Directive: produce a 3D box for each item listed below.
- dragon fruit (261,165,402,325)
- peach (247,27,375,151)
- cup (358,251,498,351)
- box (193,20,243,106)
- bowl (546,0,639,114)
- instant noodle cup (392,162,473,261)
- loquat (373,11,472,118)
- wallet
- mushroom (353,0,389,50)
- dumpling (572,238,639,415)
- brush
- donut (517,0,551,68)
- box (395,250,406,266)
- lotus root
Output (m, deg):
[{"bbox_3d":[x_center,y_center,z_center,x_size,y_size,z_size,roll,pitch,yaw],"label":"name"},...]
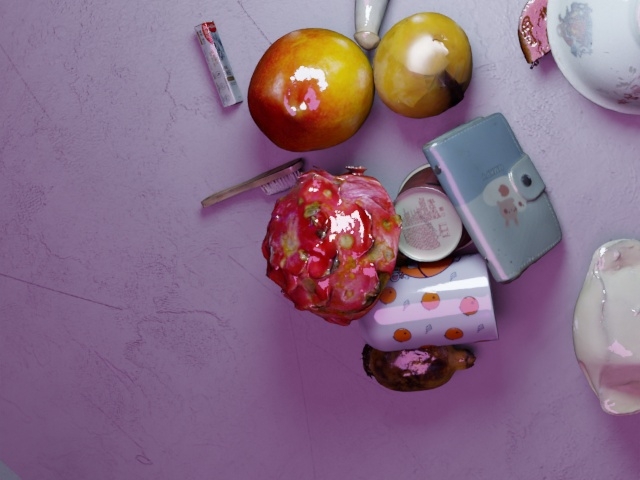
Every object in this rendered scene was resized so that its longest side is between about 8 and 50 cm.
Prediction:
[{"bbox_3d":[0.000,0.000,1.859,0.371,0.249,0.386,-10,73,55],"label":"dragon fruit"},{"bbox_3d":[-0.023,-0.341,1.830,0.308,0.332,0.307,4,111,10],"label":"peach"},{"bbox_3d":[0.254,0.156,1.906,0.317,0.212,0.212,-10,103,12],"label":"cup"},{"bbox_3d":[-0.261,-0.452,2.036,0.040,0.055,0.218,-16,101,23],"label":"box"},{"bbox_3d":[0.673,-0.447,1.531,0.435,0.196,0.434,1,107,4],"label":"bowl"},{"bbox_3d":[0.267,-0.059,1.885,0.235,0.178,0.234,7,108,21],"label":"instant noodle cup"},{"bbox_3d":[0.229,-0.386,1.766,0.235,0.235,0.235,6,109,20],"label":"loquat"},{"bbox_3d":[0.404,-0.106,1.793,0.360,0.252,0.083,60,151,-2],"label":"wallet"},{"bbox_3d":[0.124,-0.571,1.807,0.103,0.118,0.270,6,104,4],"label":"mushroom"},{"bbox_3d":[0.732,0.188,1.801,0.316,0.233,0.395,-8,90,-9],"label":"dumpling"},{"bbox_3d":[-0.177,-0.135,2.103,0.327,0.070,0.065,-18,109,27],"label":"brush"},{"bbox_3d":[0.521,-0.486,1.701,0.217,0.085,0.141,-27,96,25],"label":"donut"},{"bbox_3d":[0.095,0.011,2.056,0.247,0.033,0.129,38,115,6],"label":"box"},{"bbox_3d":[0.239,0.303,2.031,0.314,0.141,0.169,-6,105,22],"label":"lotus root"}]
